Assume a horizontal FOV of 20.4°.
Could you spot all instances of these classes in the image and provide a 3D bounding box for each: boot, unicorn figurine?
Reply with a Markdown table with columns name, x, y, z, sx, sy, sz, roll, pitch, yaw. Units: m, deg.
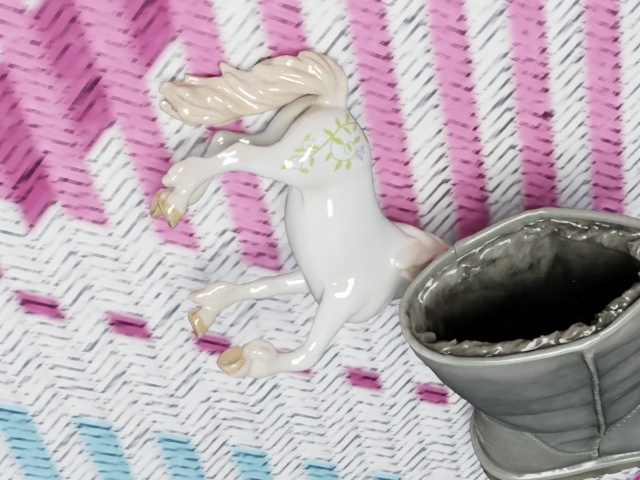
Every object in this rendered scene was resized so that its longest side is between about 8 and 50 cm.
| name | x | y | z | sx | sy | sz | roll | pitch | yaw |
| --- | --- | --- | --- | --- | --- | --- | --- | --- | --- |
| boot | 0.131 | 0.035 | 0.723 | 0.189 | 0.076 | 0.208 | -23 | 150 | -2 |
| unicorn figurine | 0.000 | 0.000 | 0.661 | 0.111 | 0.060 | 0.162 | -24 | 136 | -14 |
